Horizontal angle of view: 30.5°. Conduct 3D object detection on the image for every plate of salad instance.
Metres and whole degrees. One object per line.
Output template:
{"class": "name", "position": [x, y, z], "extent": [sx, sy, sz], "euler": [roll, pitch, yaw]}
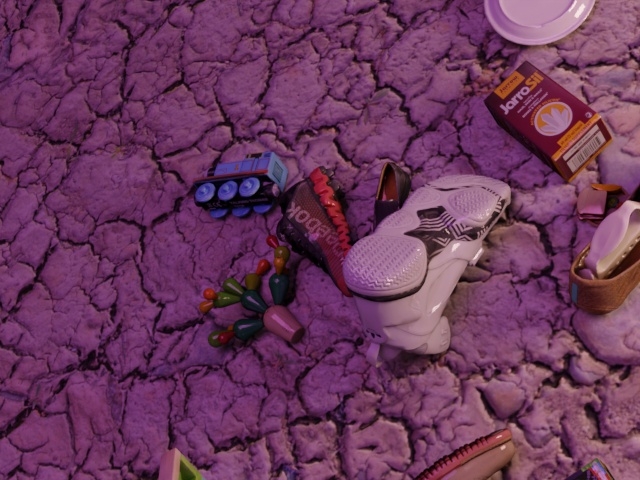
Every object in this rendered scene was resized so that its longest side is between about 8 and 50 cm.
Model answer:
{"class": "plate of salad", "position": [0.387, -0.430, 2.063], "extent": [0.200, 0.048, 0.200], "euler": [-7, 71, 20]}

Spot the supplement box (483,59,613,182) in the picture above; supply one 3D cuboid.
{"class": "supplement box", "position": [0.372, -0.197, 1.926], "extent": [0.104, 0.081, 0.188], "euler": [-44, 52, 2]}

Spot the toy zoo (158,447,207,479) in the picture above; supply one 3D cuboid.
{"class": "toy zoo", "position": [-0.148, 0.469, 1.749], "extent": [0.030, 0.293, 0.192], "euler": [-29, 27, 14]}

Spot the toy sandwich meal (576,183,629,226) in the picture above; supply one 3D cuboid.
{"class": "toy sandwich meal", "position": [0.444, -0.058, 1.844], "extent": [0.085, 0.029, 0.085], "euler": [-13, 59, 23]}

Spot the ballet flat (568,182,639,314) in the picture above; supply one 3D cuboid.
{"class": "ballet flat", "position": [0.487, -0.041, 1.751], "extent": [0.342, 0.124, 0.116], "euler": [-47, 53, -1]}

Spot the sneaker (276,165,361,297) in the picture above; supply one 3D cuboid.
{"class": "sneaker", "position": [0.000, 0.000, 2.011], "extent": [0.135, 0.097, 0.276], "euler": [-23, 53, 2]}

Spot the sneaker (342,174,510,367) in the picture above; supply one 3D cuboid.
{"class": "sneaker", "position": [0.176, 0.046, 1.880], "extent": [0.137, 0.210, 0.366], "euler": [23, 43, 35]}

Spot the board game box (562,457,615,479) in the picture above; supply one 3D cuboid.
{"class": "board game box", "position": [0.375, 0.412, 1.623], "extent": [0.141, 0.048, 0.170], "euler": [-36, 53, 11]}

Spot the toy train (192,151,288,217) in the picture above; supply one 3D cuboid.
{"class": "toy train", "position": [-0.151, -0.103, 2.176], "extent": [0.184, 0.080, 0.105], "euler": [-5, 54, 30]}

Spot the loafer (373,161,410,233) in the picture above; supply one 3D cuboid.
{"class": "loafer", "position": [0.113, -0.054, 2.008], "extent": [0.062, 0.061, 0.170], "euler": [-7, 62, 25]}

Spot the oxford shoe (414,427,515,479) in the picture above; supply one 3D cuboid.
{"class": "oxford shoe", "position": [0.164, 0.413, 1.722], "extent": [0.348, 0.123, 0.130], "euler": [-40, 79, 4]}

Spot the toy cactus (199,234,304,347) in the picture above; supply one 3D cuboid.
{"class": "toy cactus", "position": [-0.103, 0.108, 2.030], "extent": [0.180, 0.112, 0.219], "euler": [35, 77, 28]}
